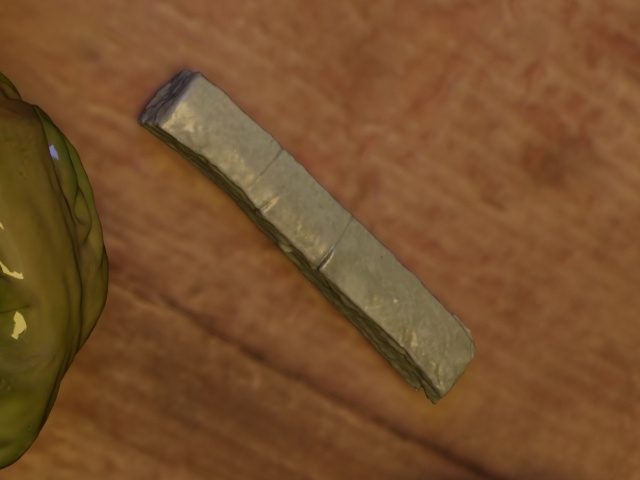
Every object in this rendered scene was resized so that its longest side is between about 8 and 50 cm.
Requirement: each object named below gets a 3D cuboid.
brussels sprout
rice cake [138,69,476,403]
[{"bbox_3d":[-0.206,0.014,0.674,0.223,0.161,0.223,1,98,4],"label":"brussels sprout"},{"bbox_3d":[0.000,0.000,0.796,0.245,0.042,0.045,45,73,-21],"label":"rice cake"}]
